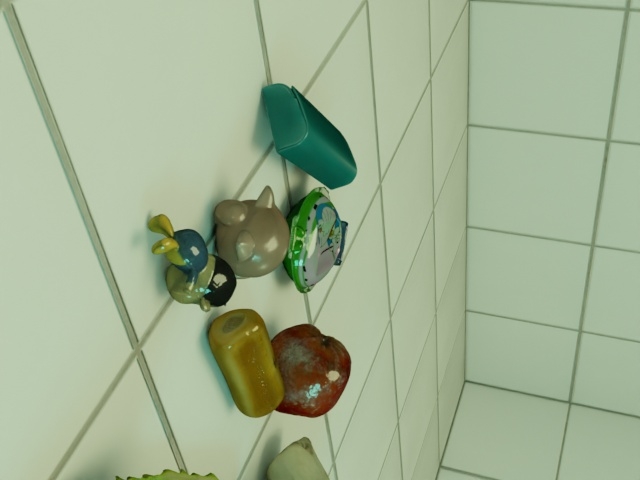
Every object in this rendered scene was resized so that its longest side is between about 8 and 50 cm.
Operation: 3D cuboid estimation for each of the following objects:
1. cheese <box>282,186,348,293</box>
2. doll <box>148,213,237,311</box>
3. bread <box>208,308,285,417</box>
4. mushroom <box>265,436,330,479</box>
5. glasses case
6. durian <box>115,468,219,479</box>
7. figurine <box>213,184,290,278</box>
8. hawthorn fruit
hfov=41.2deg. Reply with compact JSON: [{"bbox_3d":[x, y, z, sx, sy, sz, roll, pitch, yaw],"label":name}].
[{"bbox_3d":[0.000,0.000,1.628,0.320,0.083,0.204,6,93,-70],"label":"cheese"},{"bbox_3d":[-0.176,0.039,1.140,0.179,0.089,0.102,50,14,-42],"label":"doll"},{"bbox_3d":[-0.120,0.201,1.384,0.092,0.074,0.239,-34,142,-19],"label":"bread"},{"bbox_3d":[-0.006,0.593,1.597,0.325,0.353,0.353,-57,159,-2],"label":"mushroom"},{"bbox_3d":[-0.010,-0.179,1.485,0.301,0.070,0.117,21,53,-70],"label":"glasses case"},{"bbox_3d":[-0.199,0.370,0.996,0.352,0.169,0.158,-5,99,-38],"label":"durian"},{"bbox_3d":[-0.106,-0.006,1.282,0.138,0.125,0.125,99,10,-60],"label":"figurine"},{"bbox_3d":[-0.032,0.241,1.541,0.173,0.173,0.173,9,90,-71],"label":"hawthorn fruit"}]
